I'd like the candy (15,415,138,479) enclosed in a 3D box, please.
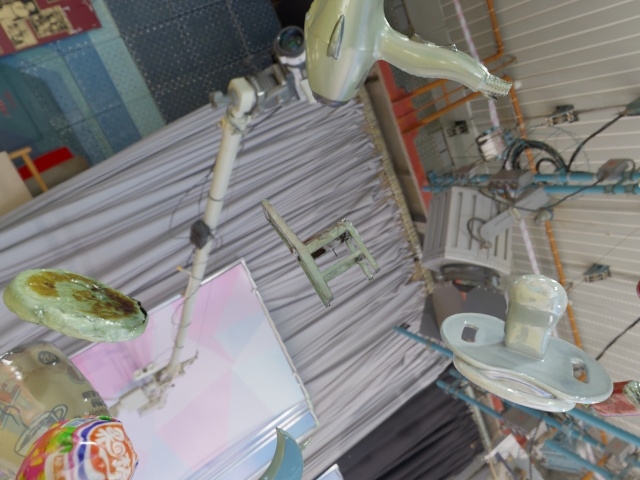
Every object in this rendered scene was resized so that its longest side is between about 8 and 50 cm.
[{"bbox_3d":[-0.384,0.318,0.579,0.124,0.365,0.124,59,12,-21],"label":"candy"}]

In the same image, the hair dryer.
[{"bbox_3d":[0.081,-0.244,0.483,0.225,0.088,0.219,5,-49,19],"label":"hair dryer"}]

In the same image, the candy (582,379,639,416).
[{"bbox_3d":[0.763,0.405,1.227,0.086,0.059,0.292,53,-22,11],"label":"candy"}]

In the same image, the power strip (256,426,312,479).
[{"bbox_3d":[-0.102,0.505,1.044,0.137,0.216,0.044,53,-23,-19],"label":"power strip"}]

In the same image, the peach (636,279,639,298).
[{"bbox_3d":[0.925,0.136,1.342,0.098,0.061,0.098,4,90,-87],"label":"peach"}]

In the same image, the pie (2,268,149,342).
[{"bbox_3d":[-0.424,0.115,0.855,0.240,0.054,0.240,25,5,-2],"label":"pie"}]

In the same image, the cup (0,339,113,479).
[{"bbox_3d":[-0.553,0.393,0.949,0.257,0.227,0.301,36,-66,15],"label":"cup"}]

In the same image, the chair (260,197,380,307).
[{"bbox_3d":[0.000,0.000,1.083,0.270,0.147,0.136,57,-8,11],"label":"chair"}]

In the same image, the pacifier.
[{"bbox_3d":[0.344,0.155,0.790,0.279,0.227,0.207,17,-72,19],"label":"pacifier"}]

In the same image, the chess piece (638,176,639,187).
[{"bbox_3d":[0.806,-0.197,1.160,0.059,0.149,0.059,14,-17,4],"label":"chess piece"}]
